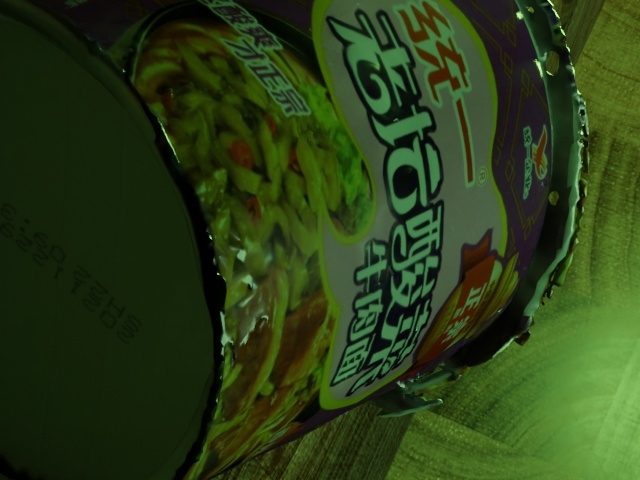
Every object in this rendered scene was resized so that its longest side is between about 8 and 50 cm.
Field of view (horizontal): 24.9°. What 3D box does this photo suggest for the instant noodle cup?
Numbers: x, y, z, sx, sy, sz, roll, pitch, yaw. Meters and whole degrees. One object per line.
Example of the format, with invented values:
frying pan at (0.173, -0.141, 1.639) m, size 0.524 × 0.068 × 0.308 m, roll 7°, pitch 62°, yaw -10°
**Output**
instant noodle cup at (-0.070, -0.024, 0.705) m, size 0.266 × 0.340 × 0.339 m, roll -31°, pitch 142°, yaw -54°
